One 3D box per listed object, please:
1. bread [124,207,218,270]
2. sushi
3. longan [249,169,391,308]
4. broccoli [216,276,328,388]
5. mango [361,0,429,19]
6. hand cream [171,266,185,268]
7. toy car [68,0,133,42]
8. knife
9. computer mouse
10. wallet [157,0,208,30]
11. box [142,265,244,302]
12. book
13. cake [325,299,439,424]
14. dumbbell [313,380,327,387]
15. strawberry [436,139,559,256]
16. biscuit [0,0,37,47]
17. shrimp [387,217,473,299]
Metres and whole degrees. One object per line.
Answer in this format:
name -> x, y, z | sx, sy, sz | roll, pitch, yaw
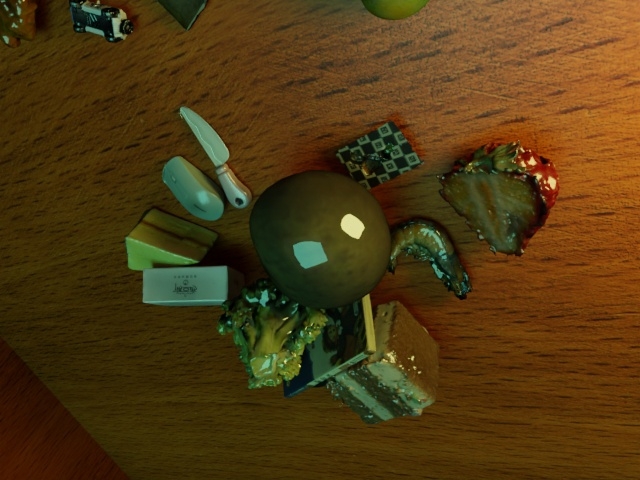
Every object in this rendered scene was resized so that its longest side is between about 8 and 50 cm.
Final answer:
bread -> -0.485, 0.034, 1.755 | 0.264, 0.167, 0.163 | 21, 134, 6
sushi -> 0.151, -0.217, 1.358 | 0.201, 0.031, 0.139 | -22, 115, 39
longan -> 0.000, 0.000, 1.392 | 0.405, 0.335, 0.404 | 12, 148, 7
broccoli -> -0.163, 0.282, 1.547 | 0.294, 0.281, 0.347 | 22, 104, -9
mango -> 0.172, -0.547, 1.033 | 0.156, 0.114, 0.251 | 39, 133, 2
hand cream -> -0.484, 0.136, 1.918 | 0.065, 0.043, 0.170 | -13, 115, 31
toy car -> -0.562, -0.569, 1.381 | 0.171, 0.070, 0.080 | 19, 131, 12
knife -> -0.295, -0.239, 1.541 | 0.081, 0.043, 0.335 | -17, 115, 27
computer mouse -> -0.389, -0.151, 1.630 | 0.231, 0.079, 0.128 | 38, 130, -3
wallet -> -0.378, -0.636, 1.272 | 0.255, 0.031, 0.137 | 44, 130, -13
box -> -0.404, 0.151, 1.736 | 0.275, 0.116, 0.203 | -2, 170, 7
book -> 0.009, 0.278, 1.647 | 0.039, 0.299, 0.428 | 19, 139, -31
cake -> 0.194, 0.372, 1.645 | 0.290, 0.282, 0.256 | -29, 116, 34
dumbbell -> -0.018, 0.383, 1.785 | 0.100, 0.191, 0.100 | 2, 141, 1
strawberry -> 0.445, -0.112, 1.236 | 0.280, 0.150, 0.253 | 46, 151, -17
biscuit -> -0.869, -0.691, 1.402 | 0.318, 0.110, 0.312 | 30, 130, 0
shrimp -> 0.291, 0.071, 1.502 | 0.222, 0.054, 0.290 | -29, 107, 37
